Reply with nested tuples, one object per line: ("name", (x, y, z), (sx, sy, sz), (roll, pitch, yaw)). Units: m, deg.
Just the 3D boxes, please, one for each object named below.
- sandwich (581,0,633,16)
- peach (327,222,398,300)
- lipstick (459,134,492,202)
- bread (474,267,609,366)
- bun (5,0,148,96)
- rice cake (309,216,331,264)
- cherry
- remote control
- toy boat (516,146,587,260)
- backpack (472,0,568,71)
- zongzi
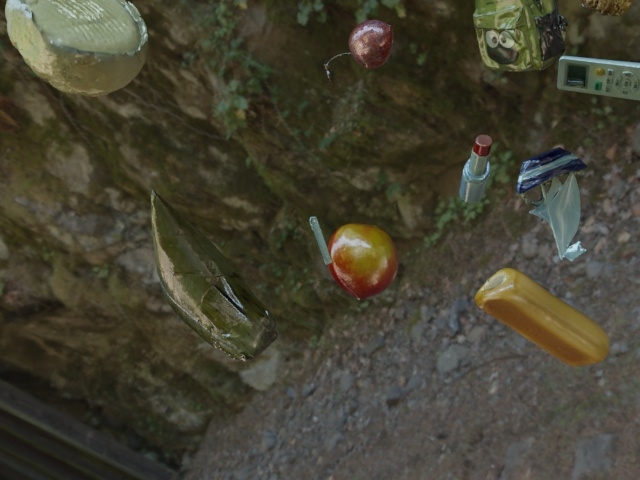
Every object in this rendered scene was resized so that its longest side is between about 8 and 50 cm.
("sandwich", (0.555, -0.546, 1.220), (0.288, 0.100, 0.254), (-46, -31, -53))
("peach", (0.109, 0.058, 1.772), (0.197, 0.197, 0.197), (-59, 8, 13))
("lipstick", (0.358, -0.166, 1.576), (0.274, 0.061, 0.068), (74, -145, -69))
("bread", (0.354, 0.120, 1.098), (0.093, 0.239, 0.073), (-26, 37, 54))
("bun", (-0.458, -0.379, 1.314), (0.152, 0.259, 0.259), (-51, 12, 39))
("rice cake", (0.000, 0.000, 1.638), (0.022, 0.121, 0.022), (-20, 9, -7))
("cherry", (0.093, -0.432, 1.613), (0.090, 0.107, 0.225), (-40, 3, -38))
("remote control", (0.729, -0.395, 1.673), (0.103, 0.294, 0.051), (71, -142, -52))
("toy boat", (0.591, -0.096, 1.768), (0.070, 0.210, 0.291), (180, 94, -72))
("backpack", (0.438, -0.502, 1.539), (0.140, 0.253, 0.207), (-30, 26, -24))
("zongzi", (-0.241, 0.080, 1.517), (0.160, 0.323, 0.360), (-41, -34, -30))
